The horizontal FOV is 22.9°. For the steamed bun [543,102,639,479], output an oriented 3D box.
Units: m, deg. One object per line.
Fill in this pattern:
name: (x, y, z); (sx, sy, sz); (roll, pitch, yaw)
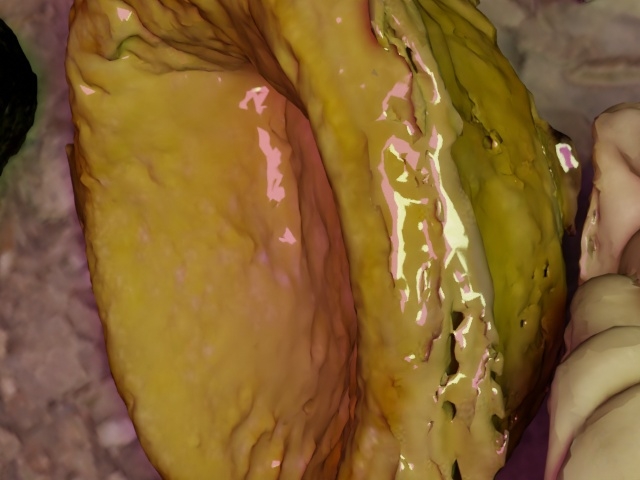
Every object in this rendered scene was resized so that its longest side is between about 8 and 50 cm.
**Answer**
steamed bun: (0.174, 0.083, 0.477); (0.203, 0.289, 0.276); (0, 82, 13)

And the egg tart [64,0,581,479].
egg tart: (0.000, 0.000, 0.582); (0.120, 0.315, 0.315); (-11, 87, -26)

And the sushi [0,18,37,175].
sushi: (-0.241, -0.073, 0.688); (0.225, 0.126, 0.136); (18, 97, 20)

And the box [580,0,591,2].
box: (0.207, -0.251, 0.573); (0.330, 0.095, 0.210); (-22, 84, 13)
